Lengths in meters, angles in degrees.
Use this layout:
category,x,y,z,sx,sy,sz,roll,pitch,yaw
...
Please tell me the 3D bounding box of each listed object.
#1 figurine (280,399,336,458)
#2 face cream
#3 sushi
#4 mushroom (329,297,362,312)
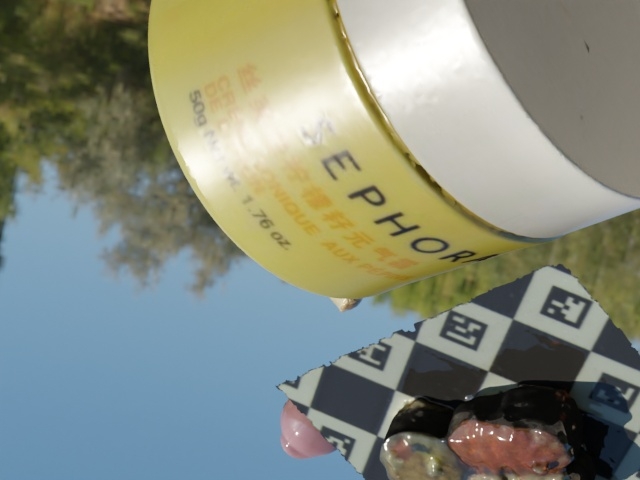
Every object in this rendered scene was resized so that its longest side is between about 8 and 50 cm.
category,x,y,z,sx,sy,sz,roll,pitch,yaw
figurine,-0.002,0.164,1.244,0.067,0.083,0.071,35,-154,24
face cream,0.054,-0.096,0.644,0.179,0.218,0.218,-21,161,41
sushi,0.112,0.143,0.812,0.220,0.231,0.047,48,-140,-17
mushroom,0.000,-0.002,1.688,0.054,0.202,0.059,-27,-165,8
